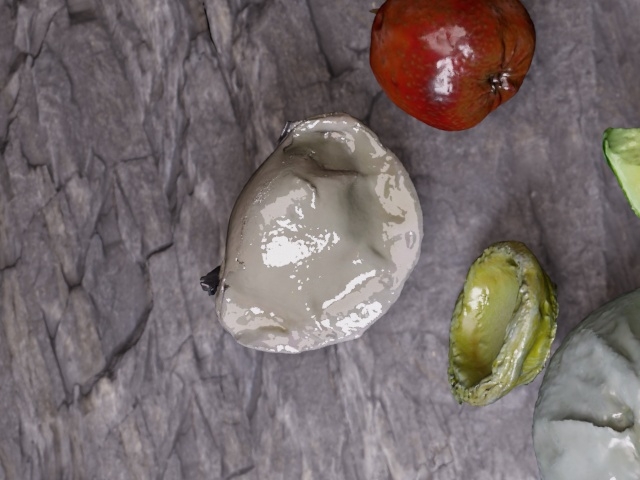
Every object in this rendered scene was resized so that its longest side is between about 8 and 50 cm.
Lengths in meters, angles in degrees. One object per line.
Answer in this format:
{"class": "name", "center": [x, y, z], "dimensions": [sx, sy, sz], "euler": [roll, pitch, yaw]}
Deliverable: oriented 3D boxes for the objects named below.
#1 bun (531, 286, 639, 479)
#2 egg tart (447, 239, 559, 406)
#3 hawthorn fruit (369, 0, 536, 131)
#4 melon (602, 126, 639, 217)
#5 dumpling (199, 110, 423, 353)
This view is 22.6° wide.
{"class": "bun", "center": [0.391, 0.208, 1.672], "dimensions": [0.361, 0.211, 0.362], "euler": [-4, 78, 21]}
{"class": "egg tart", "center": [0.208, 0.096, 1.776], "dimensions": [0.078, 0.197, 0.197], "euler": [12, 88, -16]}
{"class": "hawthorn fruit", "center": [0.136, -0.225, 1.822], "dimensions": [0.200, 0.179, 0.179], "euler": [34, 94, 36]}
{"class": "melon", "center": [0.456, -0.038, 1.715], "dimensions": [0.323, 0.124, 0.196], "euler": [19, 48, 22]}
{"class": "dumpling", "center": [-0.009, -0.004, 1.858], "dimensions": [0.204, 0.163, 0.293], "euler": [23, 90, -19]}
